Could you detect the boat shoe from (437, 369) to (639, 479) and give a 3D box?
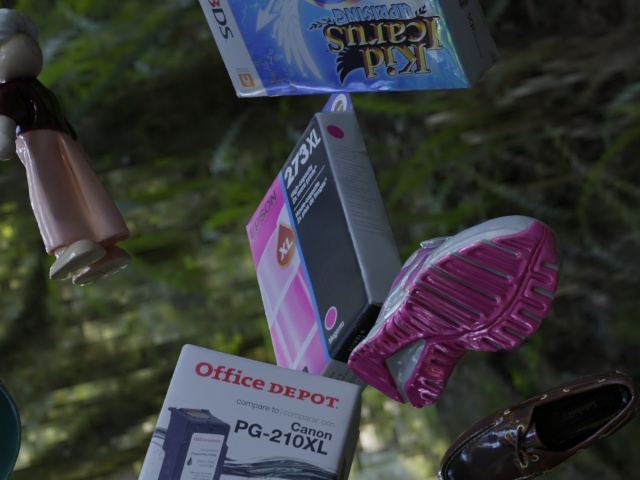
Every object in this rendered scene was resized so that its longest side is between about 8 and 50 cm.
[{"bbox_3d":[0.201,0.179,1.799,0.073,0.207,0.073,60,-178,4],"label":"boat shoe"}]

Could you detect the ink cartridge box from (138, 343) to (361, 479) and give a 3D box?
[{"bbox_3d":[-0.073,0.229,1.721,0.100,0.172,0.237,92,-167,-61],"label":"ink cartridge box"}]

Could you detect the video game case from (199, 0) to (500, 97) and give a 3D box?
[{"bbox_3d":[0.000,-0.247,1.714,0.061,0.269,0.244,-48,-53,-40],"label":"video game case"}]

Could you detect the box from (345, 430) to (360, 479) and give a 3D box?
[{"bbox_3d":[-0.066,0.280,2.440,0.119,0.182,0.181,61,-151,-31],"label":"box"}]

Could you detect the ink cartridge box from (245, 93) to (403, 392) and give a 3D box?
[{"bbox_3d":[0.000,0.000,2.023,0.176,0.069,0.371,-57,30,34],"label":"ink cartridge box"}]

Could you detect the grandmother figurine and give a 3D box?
[{"bbox_3d":[-0.325,-0.118,2.286,0.208,0.104,0.342,43,-157,-75],"label":"grandmother figurine"}]

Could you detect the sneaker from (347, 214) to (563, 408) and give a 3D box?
[{"bbox_3d":[0.113,0.035,1.565,0.252,0.103,0.111,-40,19,51],"label":"sneaker"}]

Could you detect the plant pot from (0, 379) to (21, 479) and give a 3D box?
[{"bbox_3d":[-0.513,0.173,2.190,0.235,0.293,0.293,55,167,46],"label":"plant pot"}]
